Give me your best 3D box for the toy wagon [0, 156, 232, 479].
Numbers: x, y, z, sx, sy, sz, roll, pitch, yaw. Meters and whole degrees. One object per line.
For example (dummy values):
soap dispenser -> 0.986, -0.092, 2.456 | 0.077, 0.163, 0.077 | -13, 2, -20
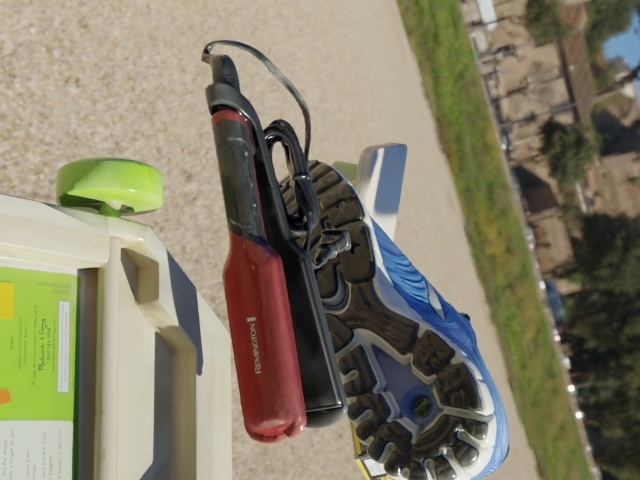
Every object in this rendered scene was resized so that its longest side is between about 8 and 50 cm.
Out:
toy wagon -> -0.181, 0.078, 0.407 | 0.344, 0.068, 0.267 | 12, 70, -44

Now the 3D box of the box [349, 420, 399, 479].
box -> 0.077, 0.168, 1.245 | 0.257, 0.079, 0.322 | 65, 14, -58

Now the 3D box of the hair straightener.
hair straightener -> -0.026, -0.006, 0.531 | 0.089, 0.047, 0.231 | 2, 70, -55

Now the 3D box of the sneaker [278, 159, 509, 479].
sneaker -> 0.044, 0.070, 0.790 | 0.147, 0.129, 0.330 | 36, 19, -56

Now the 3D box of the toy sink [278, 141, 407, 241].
toy sink -> 0.000, 0.000, 1.036 | 0.153, 0.131, 0.234 | -26, 126, -70
